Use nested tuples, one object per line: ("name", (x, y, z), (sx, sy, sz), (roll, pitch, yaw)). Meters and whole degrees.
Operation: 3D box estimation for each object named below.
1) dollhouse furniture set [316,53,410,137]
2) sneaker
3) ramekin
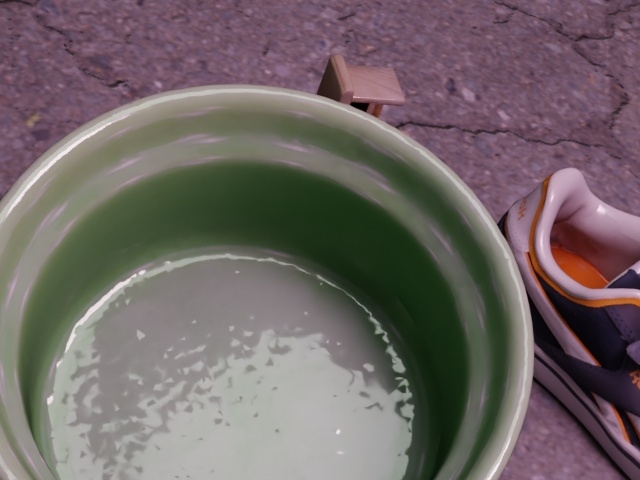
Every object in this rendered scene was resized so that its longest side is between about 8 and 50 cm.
("dollhouse furniture set", (0.000, 0.000, 1.129), (0.101, 0.161, 0.182), (2, 45, -20))
("sneaker", (0.239, 0.082, 1.173), (0.321, 0.127, 0.126), (40, 44, 16))
("ramekin", (-0.044, 0.078, 0.986), (0.303, 0.148, 0.303), (3, 62, -5))
